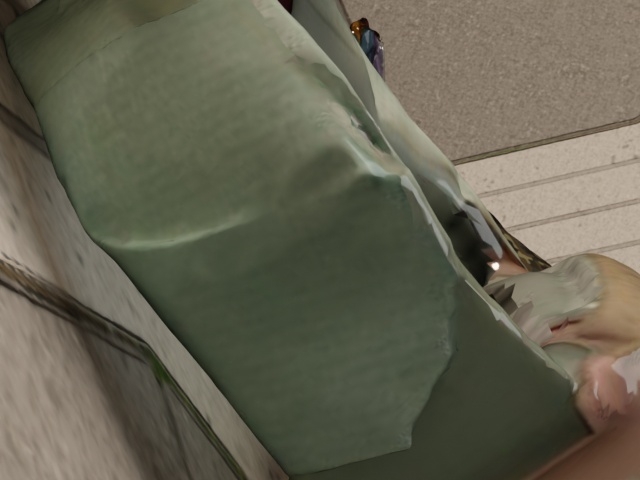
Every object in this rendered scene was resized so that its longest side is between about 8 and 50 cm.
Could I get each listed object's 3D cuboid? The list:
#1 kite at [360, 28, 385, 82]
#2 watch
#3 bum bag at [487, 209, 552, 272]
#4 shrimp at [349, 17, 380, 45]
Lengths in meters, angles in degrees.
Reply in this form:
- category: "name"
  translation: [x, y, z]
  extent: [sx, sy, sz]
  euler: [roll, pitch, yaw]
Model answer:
- category: "kite"
  translation: [0.031, -0.023, 1.239]
  extent: [0.321, 0.016, 0.234]
  euler: [28, 61, -75]
- category: "watch"
  translation: [0.000, 0.000, 0.650]
  extent: [0.241, 0.162, 0.253]
  euler: [53, 5, -3]
- category: "bum bag"
  translation: [0.095, 0.002, 1.393]
  extent: [0.248, 0.069, 0.102]
  euler: [29, -3, 30]
- category: "shrimp"
  translation: [0.002, -0.076, 1.298]
  extent: [0.262, 0.066, 0.117]
  euler: [-57, 142, -67]
